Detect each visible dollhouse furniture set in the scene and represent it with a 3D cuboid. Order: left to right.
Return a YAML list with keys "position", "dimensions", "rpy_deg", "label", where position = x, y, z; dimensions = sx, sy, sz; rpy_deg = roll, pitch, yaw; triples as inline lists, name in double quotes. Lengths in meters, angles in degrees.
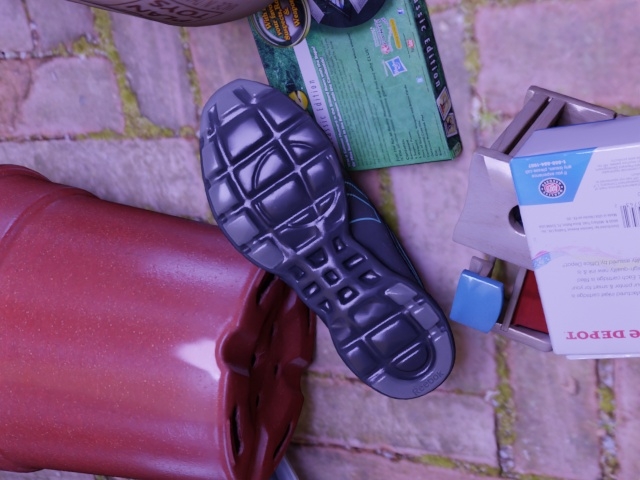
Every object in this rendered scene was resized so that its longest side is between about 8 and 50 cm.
- position: [0.163, 0.017, 0.653]
  dimensions: [0.129, 0.129, 0.183]
  rpy_deg: [21, 124, 18]
  label: "dollhouse furniture set"

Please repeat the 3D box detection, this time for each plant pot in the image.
- position: [-0.159, 0.084, 0.810]
  dimensions: [0.265, 0.272, 0.272]
  rpy_deg: [7, 120, 18]
  label: "plant pot"

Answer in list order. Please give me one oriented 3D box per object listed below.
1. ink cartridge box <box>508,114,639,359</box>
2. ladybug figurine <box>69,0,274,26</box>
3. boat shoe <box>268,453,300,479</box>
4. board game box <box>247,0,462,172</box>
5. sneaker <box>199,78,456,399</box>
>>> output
- position: [0.163, -0.001, 0.527]
  dimensions: [0.088, 0.052, 0.122]
  rpy_deg: [-5, 112, 30]
  label: "ink cartridge box"
- position: [-0.201, -0.247, 0.620]
  dimensions: [0.449, 0.305, 0.162]
  rpy_deg: [20, 101, 31]
  label: "ladybug figurine"
- position: [-0.054, 0.273, 0.850]
  dimensions: [0.103, 0.113, 0.302]
  rpy_deg: [-65, 32, 21]
  label: "boat shoe"
- position: [0.007, -0.173, 0.699]
  dimensions: [0.136, 0.030, 0.259]
  rpy_deg: [-5, 114, 30]
  label: "board game box"
- position: [0.000, 0.000, 0.731]
  dimensions: [0.101, 0.106, 0.267]
  rpy_deg: [-33, 96, 7]
  label: "sneaker"
